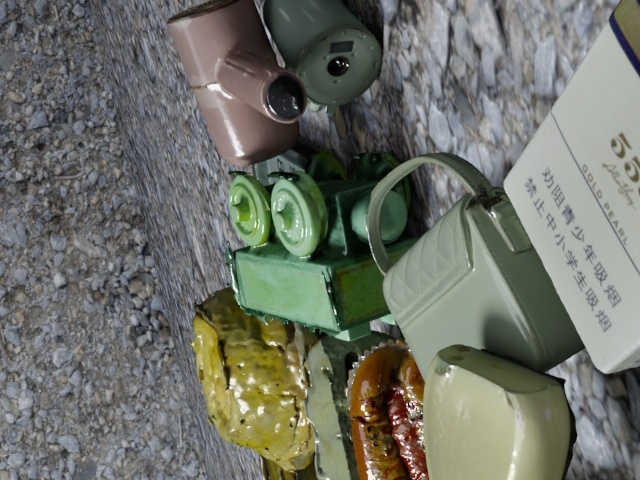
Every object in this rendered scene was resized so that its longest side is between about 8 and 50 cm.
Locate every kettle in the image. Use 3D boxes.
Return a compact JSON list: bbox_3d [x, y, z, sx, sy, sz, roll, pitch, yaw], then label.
[{"bbox_3d":[0.000,-0.220,1.010,0.127,0.098,0.148,56,-176,-45],"label":"kettle"}]

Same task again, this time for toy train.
[{"bbox_3d":[0.000,0.000,1.023,0.271,0.159,0.188,5,108,57],"label":"toy train"}]

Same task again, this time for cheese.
[{"bbox_3d":[0.124,0.211,0.683,0.127,0.054,0.252,19,109,52],"label":"cheese"}]

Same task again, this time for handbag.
[{"bbox_3d":[0.120,0.029,0.787,0.219,0.079,0.256,61,159,11],"label":"handbag"}]

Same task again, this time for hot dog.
[{"bbox_3d":[0.107,0.232,0.938,0.268,0.144,0.075,71,-161,1],"label":"hot dog"}]

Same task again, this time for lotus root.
[{"bbox_3d":[0.058,0.217,1.045,0.119,0.138,0.235,135,130,-77],"label":"lotus root"}]

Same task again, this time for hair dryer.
[{"bbox_3d":[-0.066,-0.151,0.942,0.344,0.106,0.189,-132,21,-67],"label":"hair dryer"}]

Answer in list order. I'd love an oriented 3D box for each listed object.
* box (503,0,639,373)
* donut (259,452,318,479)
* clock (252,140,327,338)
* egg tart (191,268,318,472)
[{"bbox_3d":[0.208,-0.045,0.529,0.259,0.071,0.168,112,141,-59],"label":"box"},{"bbox_3d":[-0.024,0.404,1.494,0.272,0.107,0.272,173,90,-71],"label":"donut"},{"bbox_3d":[-0.030,-0.016,1.293,0.279,0.049,0.273,-143,43,-62],"label":"clock"},{"bbox_3d":[-0.108,0.188,1.343,0.345,0.132,0.345,170,90,-69],"label":"egg tart"}]
